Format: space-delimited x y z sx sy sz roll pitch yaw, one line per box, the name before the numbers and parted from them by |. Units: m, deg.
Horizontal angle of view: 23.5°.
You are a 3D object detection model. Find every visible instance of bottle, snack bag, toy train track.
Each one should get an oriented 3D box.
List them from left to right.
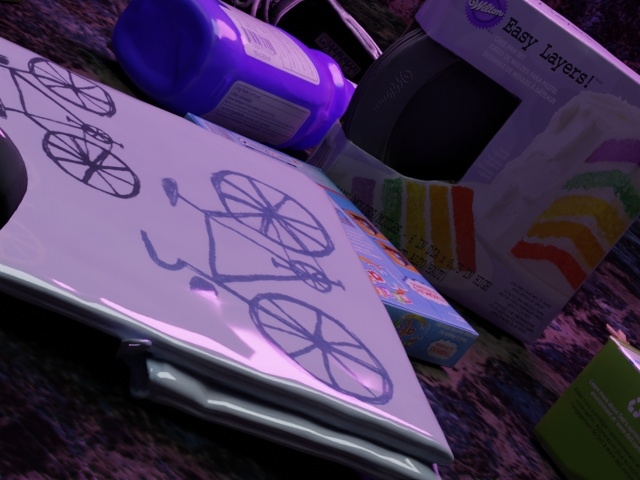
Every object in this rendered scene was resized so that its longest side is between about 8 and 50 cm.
snack bag | -0.106 -0.012 0.838 0.343 0.037 0.323 24 21 -24
bottle | -0.054 -0.136 1.314 0.118 0.092 0.283 45 15 28
toy train track | 0.307 0.113 1.583 0.048 0.014 0.083 43 18 -6

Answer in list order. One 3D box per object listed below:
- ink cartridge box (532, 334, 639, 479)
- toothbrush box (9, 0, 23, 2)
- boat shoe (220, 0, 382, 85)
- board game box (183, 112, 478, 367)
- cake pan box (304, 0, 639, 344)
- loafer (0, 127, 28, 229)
ink cartridge box | 0.289 0.200 1.050 0.189 0.097 0.255 28 15 -36
toothbrush box | -0.253 -0.287 1.062 0.122 0.206 0.283 40 13 10
boat shoe | -0.043 -0.267 1.748 0.306 0.113 0.105 49 0 9
board game box | 0.000 0.000 1.106 0.160 0.039 0.211 21 20 -50
cake pan box | 0.145 -0.074 1.287 0.267 0.245 0.070 33 13 -21
loafer | -0.253 -0.068 0.556 0.302 0.109 0.095 33 57 -15
